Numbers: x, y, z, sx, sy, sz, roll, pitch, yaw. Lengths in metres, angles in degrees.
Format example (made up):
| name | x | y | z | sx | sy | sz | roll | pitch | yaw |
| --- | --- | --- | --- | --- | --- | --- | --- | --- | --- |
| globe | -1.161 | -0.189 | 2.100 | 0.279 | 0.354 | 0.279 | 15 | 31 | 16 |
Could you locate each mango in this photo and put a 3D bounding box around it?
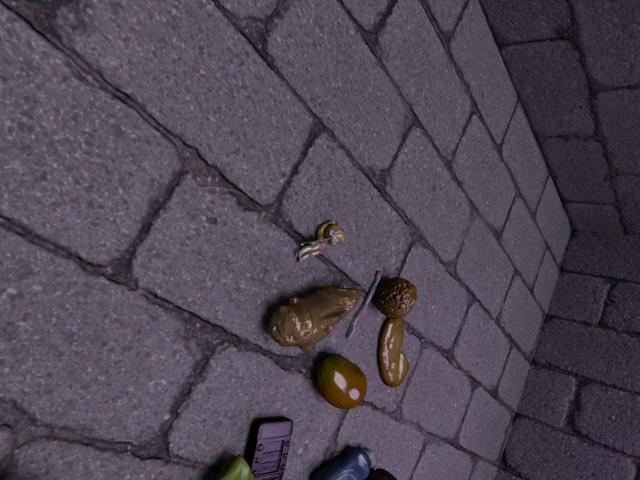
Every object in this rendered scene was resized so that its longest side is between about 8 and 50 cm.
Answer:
| name | x | y | z | sx | sy | sz | roll | pitch | yaw |
| --- | --- | --- | --- | --- | --- | --- | --- | --- | --- |
| mango | 0.064 | 0.463 | 1.530 | 0.221 | 0.120 | 0.151 | 41 | 64 | -35 |

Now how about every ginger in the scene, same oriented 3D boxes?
| name | x | y | z | sx | sy | sz | roll | pitch | yaw |
| --- | --- | --- | --- | --- | --- | --- | --- | --- | --- |
| ginger | -0.006 | 0.216 | 1.405 | 0.354 | 0.126 | 0.189 | -28 | 111 | -38 |

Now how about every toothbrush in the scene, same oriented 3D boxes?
| name | x | y | z | sx | sy | sz | roll | pitch | yaw |
| --- | --- | --- | --- | --- | --- | --- | --- | --- | --- |
| toothbrush | 0.156 | 0.225 | 1.650 | 0.269 | 0.021 | 0.027 | -61 | 146 | -18 |

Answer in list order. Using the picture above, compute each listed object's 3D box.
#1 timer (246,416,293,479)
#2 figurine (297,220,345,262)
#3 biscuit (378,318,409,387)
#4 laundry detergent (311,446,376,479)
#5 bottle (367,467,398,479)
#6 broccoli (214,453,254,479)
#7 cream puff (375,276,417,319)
| name | x | y | z | sx | sy | sz | roll | pitch | yaw |
| --- | --- | --- | --- | --- | --- | --- | --- | --- | --- |
| timer | -0.156 | 0.618 | 1.378 | 0.144 | 0.055 | 0.187 | 19 | 79 | -48 |
| figurine | 0.000 | 0.000 | 1.424 | 0.187 | 0.083 | 0.083 | -34 | 121 | -23 |
| biscuit | 0.278 | 0.431 | 1.799 | 0.154 | 0.045 | 0.299 | -28 | 116 | -38 |
| laundry detergent | 0.092 | 0.817 | 1.648 | 0.290 | 0.094 | 0.143 | -16 | 103 | -47 |
| bottle | 0.156 | 1.005 | 1.710 | 0.336 | 0.144 | 0.143 | -33 | 119 | -35 |
| broccoli | -0.304 | 0.731 | 1.119 | 0.353 | 0.275 | 0.396 | 32 | 48 | -50 |
| cream puff | 0.264 | 0.199 | 1.675 | 0.115 | 0.150 | 0.165 | 46 | 26 | -23 |
